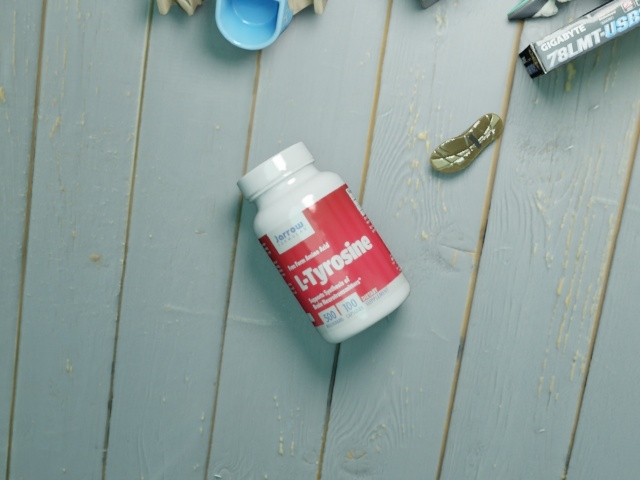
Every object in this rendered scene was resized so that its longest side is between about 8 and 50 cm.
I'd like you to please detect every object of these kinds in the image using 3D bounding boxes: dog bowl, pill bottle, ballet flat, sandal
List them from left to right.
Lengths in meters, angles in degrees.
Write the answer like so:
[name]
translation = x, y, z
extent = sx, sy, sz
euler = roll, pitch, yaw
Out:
[dog bowl]
translation = -0.132, -0.514, 1.638
extent = 0.166, 0.074, 0.297
euler = 13, 137, -1
[pill bottle]
translation = 0.000, 0.000, 1.773
extent = 0.229, 0.229, 0.408
euler = -33, 92, 13
[sandal]
translation = 0.318, -0.210, 1.778
extent = 0.180, 0.049, 0.072
euler = -38, 97, -1
[ballet flat]
translation = 0.484, -0.511, 1.686
extent = 0.203, 0.074, 0.074
euler = -41, 90, 11

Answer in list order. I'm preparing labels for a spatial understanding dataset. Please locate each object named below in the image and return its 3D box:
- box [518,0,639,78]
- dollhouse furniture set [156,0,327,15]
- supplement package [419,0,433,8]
[box]
translation = 0.540, -0.413, 1.575
extent = 0.295, 0.293, 0.073
euler = -27, 93, 14
[dollhouse furniture set]
translation = -0.171, -0.699, 1.696
extent = 0.362, 0.256, 0.394
euler = 2, 135, 11
[supplement package]
translation = 0.211, -0.652, 1.656
extent = 0.177, 0.175, 0.293
euler = -31, 93, 12
